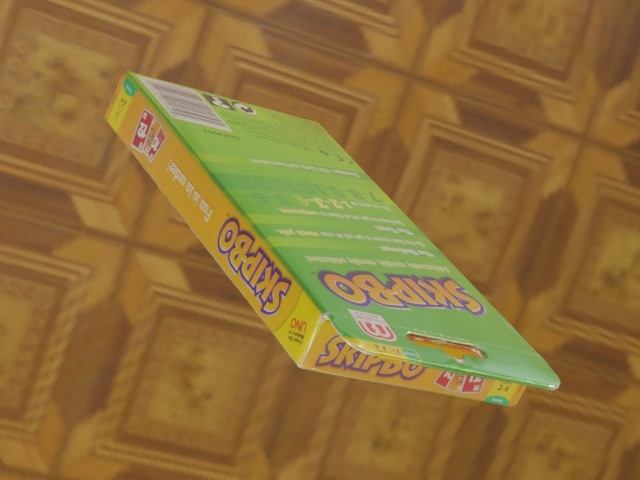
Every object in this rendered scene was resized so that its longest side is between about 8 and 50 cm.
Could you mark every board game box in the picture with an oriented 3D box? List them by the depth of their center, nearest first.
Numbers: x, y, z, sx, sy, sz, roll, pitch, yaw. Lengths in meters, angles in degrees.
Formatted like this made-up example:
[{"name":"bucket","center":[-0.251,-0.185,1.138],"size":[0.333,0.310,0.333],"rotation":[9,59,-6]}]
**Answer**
[{"name":"board game box","center":[0.000,0.000,0.903],"size":[0.124,0.259,0.039],"rotation":[13,110,-35]}]
